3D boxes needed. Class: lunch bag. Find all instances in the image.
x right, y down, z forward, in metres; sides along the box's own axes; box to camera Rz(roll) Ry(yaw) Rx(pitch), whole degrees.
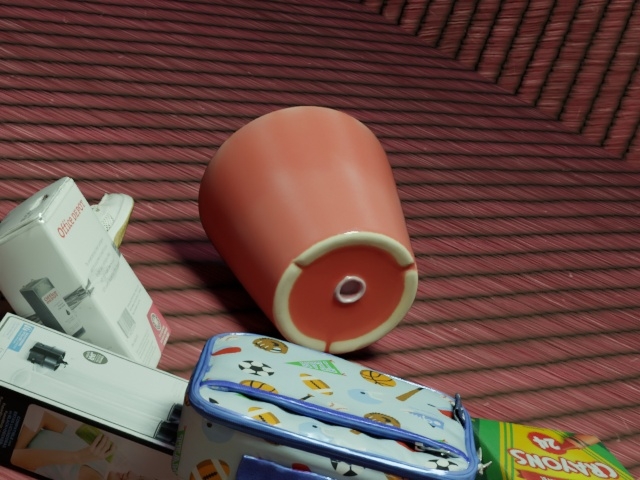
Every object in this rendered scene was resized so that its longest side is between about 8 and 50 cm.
[{"bbox_3d":[0.013,0.196,1.848,0.303,0.115,0.243,15,14,0],"label":"lunch bag"}]

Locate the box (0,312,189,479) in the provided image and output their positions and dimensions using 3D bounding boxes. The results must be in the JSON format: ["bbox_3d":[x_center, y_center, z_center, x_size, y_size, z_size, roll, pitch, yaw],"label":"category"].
[{"bbox_3d":[-0.219,0.189,1.955,0.290,0.087,0.169,22,19,-1],"label":"box"}]

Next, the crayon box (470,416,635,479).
[{"bbox_3d":[0.292,0.322,2.152,0.202,0.081,0.318,11,22,-29],"label":"crayon box"}]

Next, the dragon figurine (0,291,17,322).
[{"bbox_3d":[-0.442,0.060,2.068,0.289,0.144,0.085,-15,38,-30],"label":"dragon figurine"}]

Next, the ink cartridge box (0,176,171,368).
[{"bbox_3d":[-0.267,0.057,2.087,0.218,0.092,0.158,60,13,-14],"label":"ink cartridge box"}]

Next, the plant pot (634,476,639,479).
[{"bbox_3d":[0.259,0.338,1.635,0.272,0.265,0.272,24,44,-25],"label":"plant pot"}]

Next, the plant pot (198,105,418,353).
[{"bbox_3d":[0.000,0.000,2.475,0.275,0.275,0.243,11,30,-27],"label":"plant pot"}]

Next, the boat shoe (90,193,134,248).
[{"bbox_3d":[-0.297,-0.001,2.370,0.096,0.098,0.277,20,20,-6],"label":"boat shoe"}]
